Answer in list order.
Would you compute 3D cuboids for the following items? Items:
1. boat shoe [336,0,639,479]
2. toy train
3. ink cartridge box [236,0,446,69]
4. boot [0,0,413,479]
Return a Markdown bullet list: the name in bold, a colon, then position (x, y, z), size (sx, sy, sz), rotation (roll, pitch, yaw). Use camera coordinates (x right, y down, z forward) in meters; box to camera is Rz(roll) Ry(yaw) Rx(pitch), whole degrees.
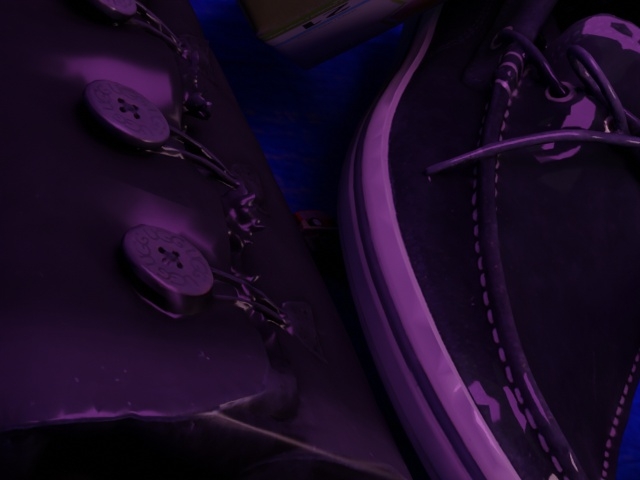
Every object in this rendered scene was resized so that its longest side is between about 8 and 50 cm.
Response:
- **boat shoe**: position (0.123, -0.031, 0.962), size (0.187, 0.156, 0.500), rotation (57, 25, -25)
- **toy train**: position (0.000, 0.000, 0.965), size (0.158, 0.027, 0.036), rotation (0, 45, -42)
- **ink cartridge box**: position (0.055, -0.172, 1.020), size (0.097, 0.189, 0.255), rotation (65, 8, 8)
- **boot**: position (-0.176, -0.064, 0.801), size (0.367, 0.146, 0.445), rotation (10, 47, -32)
